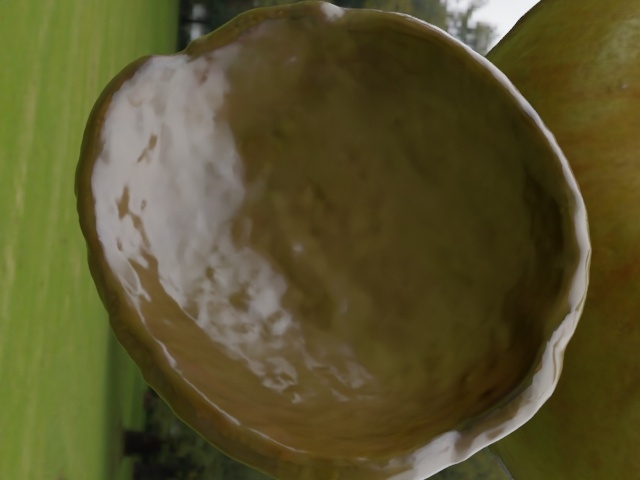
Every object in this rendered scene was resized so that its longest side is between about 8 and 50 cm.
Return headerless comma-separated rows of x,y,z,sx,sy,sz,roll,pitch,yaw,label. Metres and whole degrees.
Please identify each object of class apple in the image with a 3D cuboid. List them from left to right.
0.245,0.002,0.695,0.333,0.400,0.400,44,42,-53,apple

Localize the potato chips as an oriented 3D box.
0.001,0.001,0.471,0.062,0.208,0.195,72,35,-67,potato chips
